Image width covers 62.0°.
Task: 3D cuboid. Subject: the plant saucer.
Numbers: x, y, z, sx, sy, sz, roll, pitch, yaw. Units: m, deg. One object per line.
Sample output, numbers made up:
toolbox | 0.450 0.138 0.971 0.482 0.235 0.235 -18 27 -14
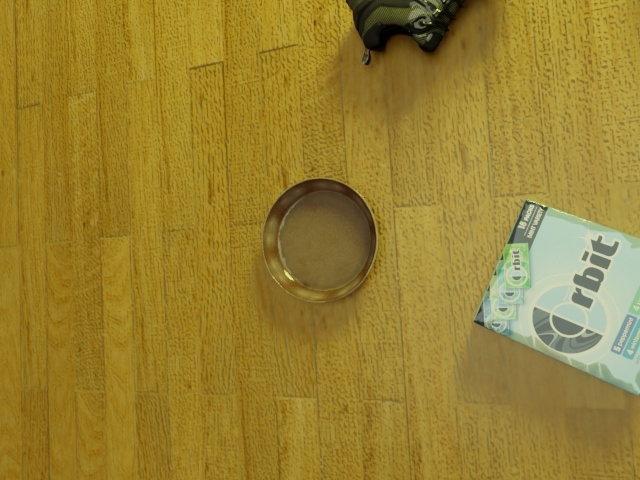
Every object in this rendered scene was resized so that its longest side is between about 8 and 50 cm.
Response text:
plant saucer | 0.000 0.000 0.723 0.168 0.029 0.169 -1 86 21

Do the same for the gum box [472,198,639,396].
gum box | 0.290 0.058 0.598 0.184 0.041 0.157 24 97 22

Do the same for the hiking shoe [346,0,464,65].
hiking shoe | 0.148 -0.296 0.660 0.226 0.086 0.114 -11 96 27
